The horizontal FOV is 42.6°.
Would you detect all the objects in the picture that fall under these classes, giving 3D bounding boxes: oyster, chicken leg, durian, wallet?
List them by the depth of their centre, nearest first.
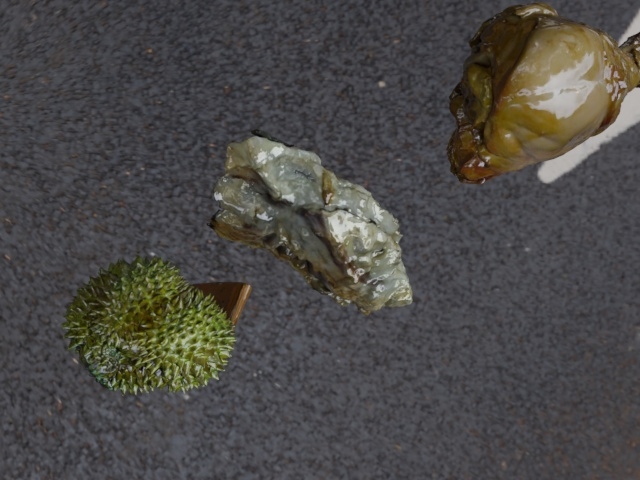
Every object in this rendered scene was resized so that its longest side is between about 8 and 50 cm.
[{"bbox_3d":[0.286,-0.185,1.056,0.409,0.295,0.182,-27,75,-43],"label":"chicken leg"},{"bbox_3d":[0.002,0.000,1.122,0.354,0.107,0.201,29,125,-23],"label":"oyster"},{"bbox_3d":[-0.287,0.144,1.398,0.291,0.291,0.225,29,47,-28],"label":"durian"},{"bbox_3d":[-0.234,0.164,1.724,0.042,0.195,0.161,40,57,-35],"label":"wallet"}]
